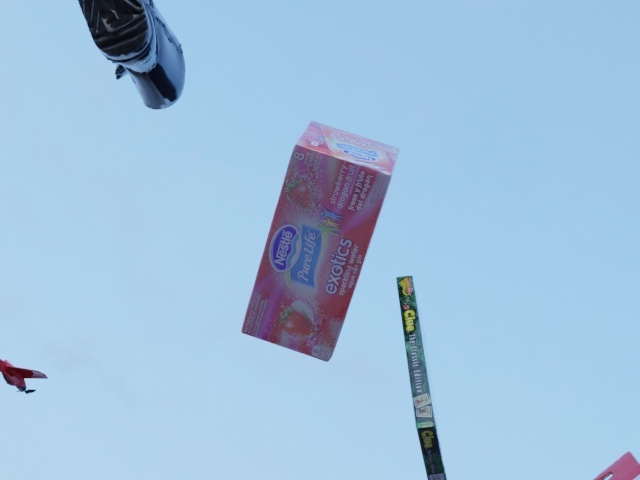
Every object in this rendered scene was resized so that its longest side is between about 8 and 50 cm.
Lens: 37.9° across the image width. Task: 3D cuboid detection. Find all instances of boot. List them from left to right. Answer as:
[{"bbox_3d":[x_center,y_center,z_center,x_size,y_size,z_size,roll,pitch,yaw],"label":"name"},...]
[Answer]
[{"bbox_3d":[-0.243,-0.296,1.131,0.207,0.094,0.247,77,-6,-81],"label":"boot"}]

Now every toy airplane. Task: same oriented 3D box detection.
[{"bbox_3d":[-0.505,0.196,1.479,0.151,0.028,0.151,20,-40,17],"label":"toy airplane"}]

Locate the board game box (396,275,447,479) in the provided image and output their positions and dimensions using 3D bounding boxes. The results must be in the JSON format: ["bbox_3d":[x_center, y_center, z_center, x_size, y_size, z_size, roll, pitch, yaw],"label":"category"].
[{"bbox_3d":[0.137,0.186,1.274,0.030,0.260,0.136,-8,-46,5],"label":"board game box"}]

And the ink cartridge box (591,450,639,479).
[{"bbox_3d":[0.424,0.392,1.245,0.134,0.231,0.078,-42,-81,8],"label":"ink cartridge box"}]

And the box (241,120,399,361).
[{"bbox_3d":[0.000,0.000,1.345,0.142,0.154,0.300,18,-68,2],"label":"box"}]
